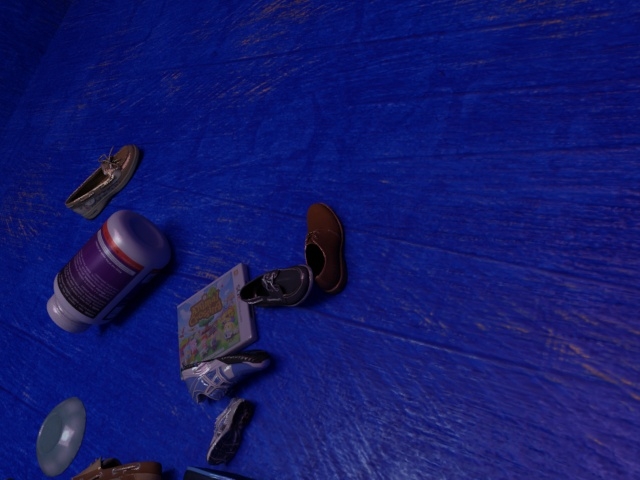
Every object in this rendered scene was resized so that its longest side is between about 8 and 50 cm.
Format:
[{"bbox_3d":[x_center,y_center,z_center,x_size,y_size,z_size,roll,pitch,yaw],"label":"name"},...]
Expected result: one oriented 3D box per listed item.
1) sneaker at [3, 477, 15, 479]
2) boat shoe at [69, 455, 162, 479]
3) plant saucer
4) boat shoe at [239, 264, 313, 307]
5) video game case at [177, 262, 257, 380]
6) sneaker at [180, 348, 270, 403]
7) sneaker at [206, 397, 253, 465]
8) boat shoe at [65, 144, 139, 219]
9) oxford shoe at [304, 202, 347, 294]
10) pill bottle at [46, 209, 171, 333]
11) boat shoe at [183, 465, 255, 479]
[{"bbox_3d":[-0.725,0.648,1.441,0.271,0.100,0.108,7,66,44],"label":"sneaker"},{"bbox_3d":[-0.444,0.516,1.263,0.323,0.122,0.120,-13,53,27],"label":"boat shoe"},{"bbox_3d":[-0.662,0.486,1.521,0.194,0.037,0.195,-22,53,32],"label":"plant saucer"},{"bbox_3d":[-0.089,0.093,1.181,0.206,0.064,0.075,-23,66,52],"label":"boat shoe"},{"bbox_3d":[-0.231,0.177,1.327,0.212,0.023,0.193,-33,48,23],"label":"video game case"},{"bbox_3d":[-0.182,0.268,1.207,0.211,0.080,0.081,-20,79,31],"label":"sneaker"},{"bbox_3d":[-0.178,0.362,1.162,0.058,0.052,0.135,10,66,55],"label":"sneaker"},{"bbox_3d":[-0.668,-0.189,1.879,0.285,0.089,0.104,-50,43,7],"label":"boat shoe"},{"bbox_3d":[0.000,0.000,1.189,0.076,0.076,0.212,-33,47,25],"label":"oxford shoe"},{"bbox_3d":[-0.542,0.087,1.541,0.323,0.181,0.182,-42,45,14],"label":"pill bottle"},{"bbox_3d":[-0.153,0.451,1.041,0.258,0.109,0.089,-1,69,43],"label":"boat shoe"}]
